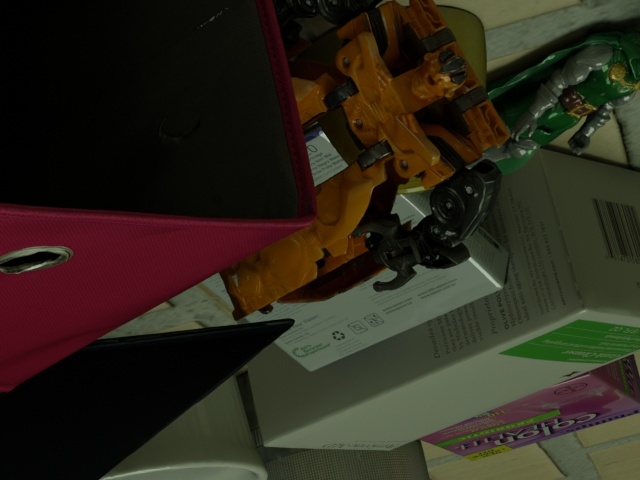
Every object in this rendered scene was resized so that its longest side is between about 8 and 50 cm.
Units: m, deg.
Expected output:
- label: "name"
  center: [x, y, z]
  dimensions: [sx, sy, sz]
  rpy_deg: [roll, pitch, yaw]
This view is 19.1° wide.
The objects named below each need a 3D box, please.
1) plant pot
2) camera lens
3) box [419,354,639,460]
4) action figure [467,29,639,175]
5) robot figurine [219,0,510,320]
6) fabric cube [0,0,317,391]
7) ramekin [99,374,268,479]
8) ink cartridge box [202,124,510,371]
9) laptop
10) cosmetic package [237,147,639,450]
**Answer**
- label: "plant pot"
  center: [0.058, -0.087, 1.309]
  dimensions: [0.134, 0.095, 0.134]
  rpy_deg: [-11, 162, -4]
- label: "camera lens"
  center: [0.012, 0.279, 2.071]
  dimensions: [0.219, 0.274, 0.219]
  rpy_deg: [-11, 161, -4]
- label: "box"
  center: [0.207, 0.139, 2.033]
  dimensions: [0.213, 0.117, 0.243]
  rpy_deg: [-19, 161, 18]
- label: "action figure"
  center: [0.169, -0.098, 1.412]
  dimensions: [0.232, 0.063, 0.137]
  rpy_deg: [-31, 151, 36]
- label: "robot figurine"
  center: [0.005, -0.061, 1.230]
  dimensions: [0.085, 0.211, 0.291]
  rpy_deg: [-29, 180, -41]
- label: "fabric cube"
  center: [-0.197, -0.084, 0.905]
  dimensions: [0.254, 0.259, 0.258]
  rpy_deg: [5, 155, -44]
- label: "ramekin"
  center: [-0.200, 0.205, 1.942]
  dimensions: [0.277, 0.135, 0.277]
  rpy_deg: [-10, 162, -3]
- label: "ink cartridge box"
  center: [0.000, 0.000, 1.548]
  dimensions: [0.223, 0.045, 0.224]
  rpy_deg: [-25, 128, 36]
- label: "laptop"
  center: [-0.311, 0.095, 1.325]
  dimensions: [0.408, 0.236, 0.382]
  rpy_deg: [25, -166, 30]
- label: "cosmetic package"
  center: [0.122, 0.063, 1.700]
  dimensions: [0.365, 0.155, 0.197]
  rpy_deg: [-28, 157, 37]
